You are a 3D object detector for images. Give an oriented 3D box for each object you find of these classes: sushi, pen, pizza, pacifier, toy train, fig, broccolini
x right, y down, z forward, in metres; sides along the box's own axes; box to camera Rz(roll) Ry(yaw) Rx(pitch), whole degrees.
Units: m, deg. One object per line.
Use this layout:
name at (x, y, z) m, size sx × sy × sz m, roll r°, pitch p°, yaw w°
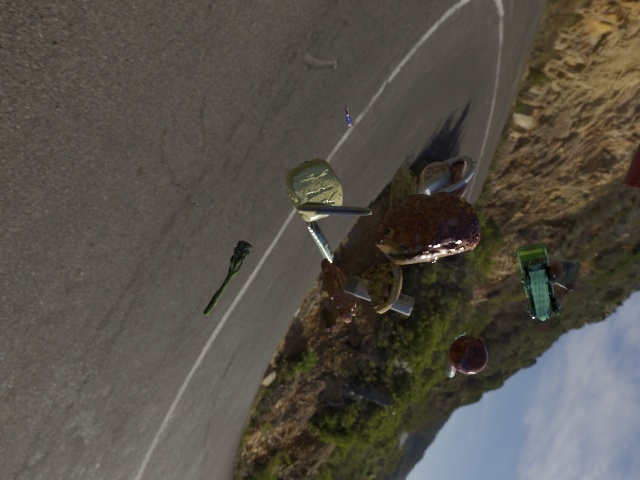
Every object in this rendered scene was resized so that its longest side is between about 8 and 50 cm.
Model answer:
sushi at (0.029, 0.315, 1.618) m, size 0.052 × 0.120 × 0.055 m, roll -18°, pitch 129°, yaw -19°
pen at (0.045, -0.098, 1.293) m, size 0.032 × 0.233 × 0.040 m, roll 120°, pitch -30°, yaw -74°
pizza at (0.167, 0.126, 1.187) m, size 0.046 × 0.134 × 0.175 m, roll -12°, pitch 118°, yaw -41°
pacifier at (0.475, -0.184, 1.607) m, size 0.332 × 0.220 × 0.273 m, roll -71°, pitch 155°, yaw -48°
toy train at (0.867, 0.169, 1.662) m, size 0.301 × 0.120 × 0.202 m, roll 64°, pitch 28°, yaw -28°
fig at (0.479, 0.371, 1.360) m, size 0.129 × 0.128 × 0.150 m, roll -64°, pitch 160°, yaw -3°
broccolini at (-0.454, 0.171, 1.982) m, size 0.392 × 0.078 × 0.074 m, roll -57°, pitch -165°, yaw 0°

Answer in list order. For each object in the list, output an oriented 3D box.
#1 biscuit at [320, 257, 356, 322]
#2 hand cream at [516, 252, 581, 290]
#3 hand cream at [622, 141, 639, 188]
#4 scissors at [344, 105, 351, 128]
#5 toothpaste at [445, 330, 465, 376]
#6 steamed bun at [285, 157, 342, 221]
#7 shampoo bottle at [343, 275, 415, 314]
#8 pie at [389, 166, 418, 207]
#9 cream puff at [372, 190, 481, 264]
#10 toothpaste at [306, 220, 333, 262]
biscuit at (0.097, 0.209, 1.796) m, size 0.043 × 0.284 × 0.306 m, roll -27°, pitch 166°, yaw 17°
hand cream at (1.006, 0.111, 1.872) m, size 0.340 × 0.077 × 0.125 m, roll -138°, pitch -118°, yaw -70°
hand cream at (0.976, -0.196, 1.135) m, size 0.230 × 0.230 × 0.150 m, roll -33°, pitch 137°, yaw -59°
scissors at (0.095, -0.413, 1.420) m, size 0.113 × 0.012 × 0.039 m, roll 59°, pitch 18°, yaw -72°
toothpaste at (0.472, 0.403, 1.467) m, size 0.056 × 0.036 × 0.205 m, roll -24°, pitch 132°, yaw -30°
steamed bun at (-0.028, -0.230, 1.894) m, size 0.231 × 0.166 × 0.273 m, roll -29°, pitch 114°, yaw -9°
shampoo bottle at (0.194, 0.180, 1.378) m, size 0.086 × 0.227 × 0.056 m, roll -31°, pitch 138°, yaw -70°
pie at (0.386, -0.172, 1.925) m, size 0.337 × 0.075 × 0.338 m, roll 175°, pitch -90°, yaw -78°
cream puff at (0.237, -0.029, 0.943) m, size 0.240 × 0.239 × 0.164 m, roll -26°, pitch 98°, yaw -63°
toothpaste at (0.000, 0.000, 2.207) m, size 0.392 × 0.061 × 0.099 m, roll 63°, pitch 25°, yaw -48°
